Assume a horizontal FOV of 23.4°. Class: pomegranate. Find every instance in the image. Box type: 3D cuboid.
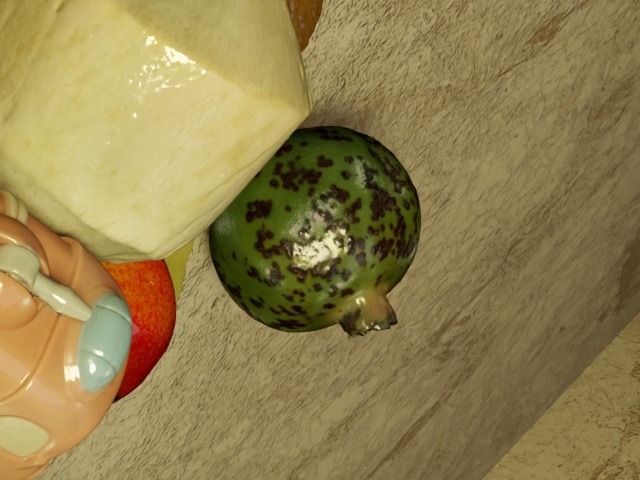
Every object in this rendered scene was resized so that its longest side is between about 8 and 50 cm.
[{"bbox_3d":[0.000,0.000,1.802,0.254,0.270,0.254,-23,162,-8],"label":"pomegranate"},{"bbox_3d":[-0.250,0.056,1.472,0.210,0.210,0.235,-53,130,-6],"label":"pomegranate"}]

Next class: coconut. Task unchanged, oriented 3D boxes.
[{"bbox_3d":[-0.150,-0.147,1.283,0.329,0.329,0.329,-42,153,-27],"label":"coconut"}]

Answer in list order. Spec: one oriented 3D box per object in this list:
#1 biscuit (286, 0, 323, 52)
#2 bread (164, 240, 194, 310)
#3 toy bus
[{"bbox_3d":[-0.089,-0.249,1.518,0.262,0.037,0.262,-28,130,-39],"label":"biscuit"},{"bbox_3d":[-0.203,0.024,1.661,0.125,0.086,0.156,-12,129,-48],"label":"bread"},{"bbox_3d":[-0.269,0.060,1.193,0.288,0.232,0.194,44,47,-36],"label":"toy bus"}]
